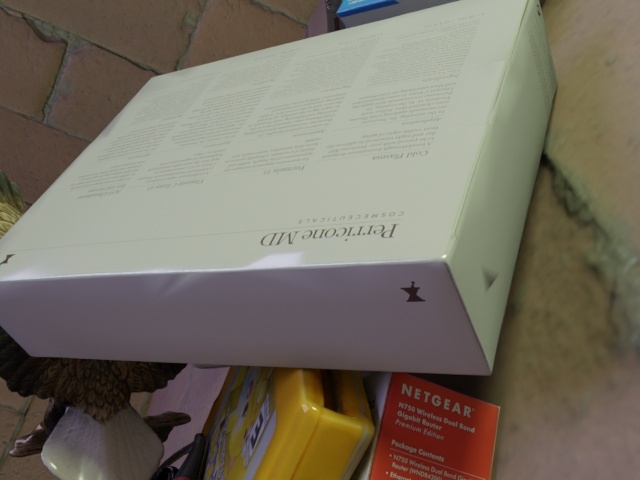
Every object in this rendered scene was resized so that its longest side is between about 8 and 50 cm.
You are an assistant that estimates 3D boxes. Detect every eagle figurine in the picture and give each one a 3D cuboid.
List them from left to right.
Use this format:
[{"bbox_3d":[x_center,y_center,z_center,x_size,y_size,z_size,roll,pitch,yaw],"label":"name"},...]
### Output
[{"bbox_3d":[-0.226,0.074,0.670,0.226,0.225,0.298,-41,-39,-72],"label":"eagle figurine"}]

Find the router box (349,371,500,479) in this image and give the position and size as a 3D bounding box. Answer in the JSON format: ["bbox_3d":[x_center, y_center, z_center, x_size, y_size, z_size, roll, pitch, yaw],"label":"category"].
[{"bbox_3d":[-0.013,0.274,0.516,0.335,0.082,0.301,136,152,-61],"label":"router box"}]

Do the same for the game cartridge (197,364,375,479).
[{"bbox_3d":[-0.064,0.187,0.562,0.285,0.053,0.323,-103,38,-69],"label":"game cartridge"}]

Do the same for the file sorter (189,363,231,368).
[{"bbox_3d":[-0.069,0.004,0.824,0.277,0.173,0.192,-58,44,40],"label":"file sorter"}]

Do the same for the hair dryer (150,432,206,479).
[{"bbox_3d":[-0.153,0.265,0.536,0.293,0.080,0.223,158,131,-74],"label":"hair dryer"}]

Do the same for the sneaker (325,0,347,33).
[{"bbox_3d":[0.078,-0.380,1.247,0.083,0.118,0.221,20,118,59],"label":"sneaker"}]

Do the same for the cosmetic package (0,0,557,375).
[{"bbox_3d":[-0.039,-0.044,0.518,0.378,0.097,0.284,-4,39,31],"label":"cosmetic package"}]

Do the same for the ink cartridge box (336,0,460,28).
[{"bbox_3d":[0.128,-0.266,0.634,0.148,0.086,0.203,5,62,49],"label":"ink cartridge box"}]
